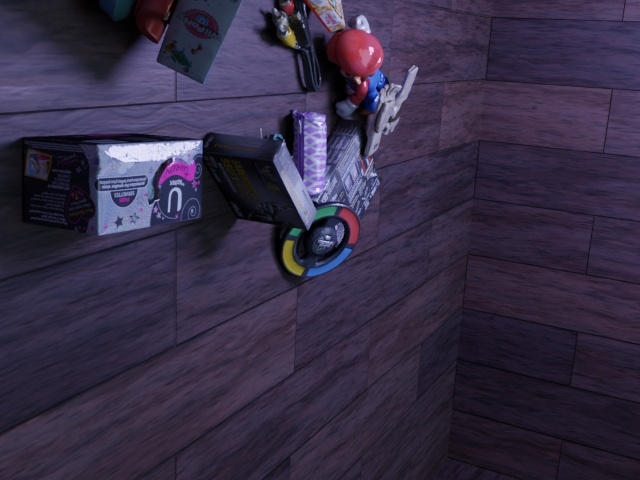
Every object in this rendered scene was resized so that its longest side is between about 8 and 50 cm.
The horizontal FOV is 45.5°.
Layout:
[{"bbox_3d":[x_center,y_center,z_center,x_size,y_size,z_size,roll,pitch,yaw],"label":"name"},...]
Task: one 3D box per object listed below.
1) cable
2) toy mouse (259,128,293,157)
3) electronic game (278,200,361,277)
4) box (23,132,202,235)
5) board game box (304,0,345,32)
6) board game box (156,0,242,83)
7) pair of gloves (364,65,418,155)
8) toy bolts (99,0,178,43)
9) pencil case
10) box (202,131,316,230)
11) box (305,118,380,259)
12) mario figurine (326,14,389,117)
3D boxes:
[{"bbox_3d":[-0.053,-0.466,1.781,0.287,0.072,0.139,67,23,-65],"label":"cable"},{"bbox_3d":[-0.112,-0.188,1.759,0.143,0.031,0.161,-26,122,-57],"label":"toy mouse"},{"bbox_3d":[0.000,0.000,1.915,0.229,0.048,0.229,-18,133,-20],"label":"electronic game"},{"bbox_3d":[-0.326,-0.095,1.234,0.247,0.163,0.142,-18,113,-60],"label":"box"},{"bbox_3d":[-0.007,-0.589,1.745,0.193,0.045,0.146,33,46,-61],"label":"board game box"},{"bbox_3d":[-0.159,-0.439,1.247,0.303,0.098,0.224,-46,-156,55],"label":"board game box"},{"bbox_3d":[0.185,-0.357,2.067,0.240,0.042,0.204,-50,163,-48],"label":"pair of gloves"},{"bbox_3d":[-0.304,-0.434,1.247,0.218,0.159,0.228,-48,-157,56],"label":"toy bolts"},{"bbox_3d":[-0.030,-0.211,1.836,0.088,0.086,0.206,-31,123,-65],"label":"pencil case"},{"bbox_3d":[-0.127,-0.120,1.590,0.056,0.183,0.231,-64,150,-28],"label":"box"},{"bbox_3d":[0.051,-0.134,2.045,0.307,0.077,0.242,-62,148,-31],"label":"box"},{"bbox_3d":[0.083,-0.452,1.992,0.320,0.170,0.198,47,21,-70],"label":"mario figurine"}]
